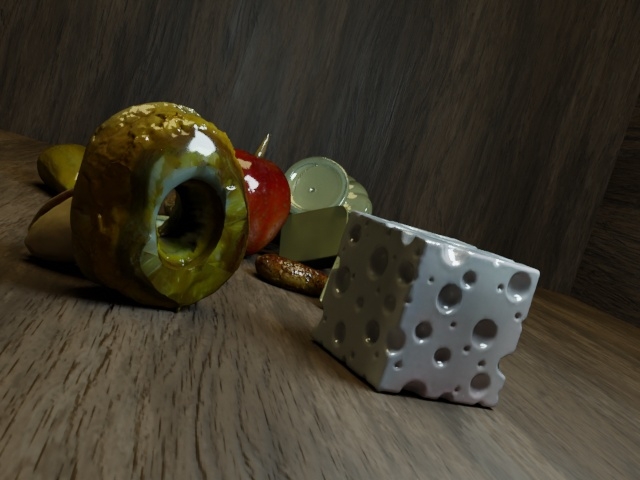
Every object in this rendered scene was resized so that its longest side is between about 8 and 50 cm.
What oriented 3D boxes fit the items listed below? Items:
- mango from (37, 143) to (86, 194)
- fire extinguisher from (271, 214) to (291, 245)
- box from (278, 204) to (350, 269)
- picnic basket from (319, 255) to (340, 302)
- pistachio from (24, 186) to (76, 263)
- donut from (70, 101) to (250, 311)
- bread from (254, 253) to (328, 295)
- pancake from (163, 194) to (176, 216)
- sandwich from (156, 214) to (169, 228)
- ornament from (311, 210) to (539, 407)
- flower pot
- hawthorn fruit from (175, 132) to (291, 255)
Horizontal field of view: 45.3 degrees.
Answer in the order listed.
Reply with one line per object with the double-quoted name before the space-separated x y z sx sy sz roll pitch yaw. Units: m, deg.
"mango" -0.673 -0.182 2.137 0.195 0.142 0.331 7 18 -38
"fire extinguisher" -0.109 -0.017 2.181 0.341 0.141 0.105 19 -27 -4
"box" 0.000 0.000 2.023 0.201 0.145 0.090 -11 -28 27
"picnic basket" 0.082 0.088 1.633 0.079 0.164 0.115 24 0 -40
"pistachio" -0.392 -0.018 1.295 0.200 0.145 0.117 -26 35 -9
"donut" -0.240 -0.043 1.206 0.330 0.330 0.160 12 14 -42
"bread" -0.063 0.077 1.800 0.193 0.064 0.193 18 2 -1
"pancake" -0.304 -0.069 2.380 0.386 0.082 0.387 18 11 -4
"sandwich" -0.325 0.001 1.552 0.254 0.100 0.288 20 6 29
"ornament" 0.166 0.110 1.271 0.239 0.240 0.239 14 5 -29
"flower pot" 0.001 -0.104 2.348 0.307 0.307 0.244 19 -19 21
"hawthorn fruit" -0.209 -0.132 2.001 0.287 0.330 0.287 29 7 -4
